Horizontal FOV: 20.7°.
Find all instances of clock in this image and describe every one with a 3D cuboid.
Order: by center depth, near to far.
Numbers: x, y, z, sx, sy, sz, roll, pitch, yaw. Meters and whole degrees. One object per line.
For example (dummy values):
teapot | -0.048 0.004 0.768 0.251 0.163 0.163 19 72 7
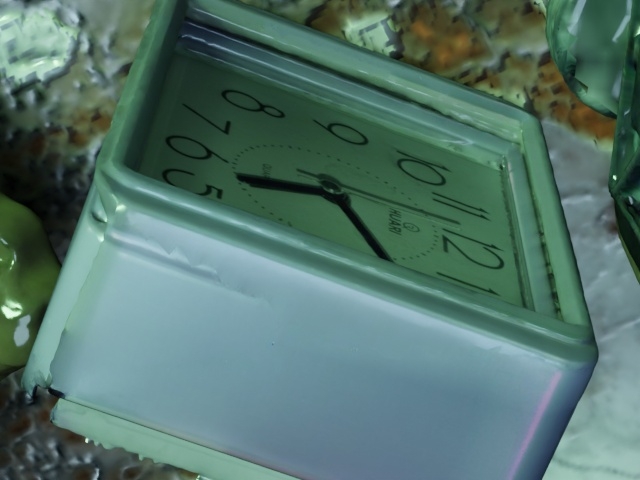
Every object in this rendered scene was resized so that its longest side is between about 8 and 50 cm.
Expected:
clock | 0.001 0.001 0.530 0.144 0.193 0.073 19 114 -8

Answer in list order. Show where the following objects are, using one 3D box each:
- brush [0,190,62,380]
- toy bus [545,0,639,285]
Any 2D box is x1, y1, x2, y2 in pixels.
brush | -0.201 -0.063 0.571 0.301 0.084 0.071 42 69 -11
toy bus | 0.182 -0.134 0.469 0.201 0.177 0.365 2 116 -5
